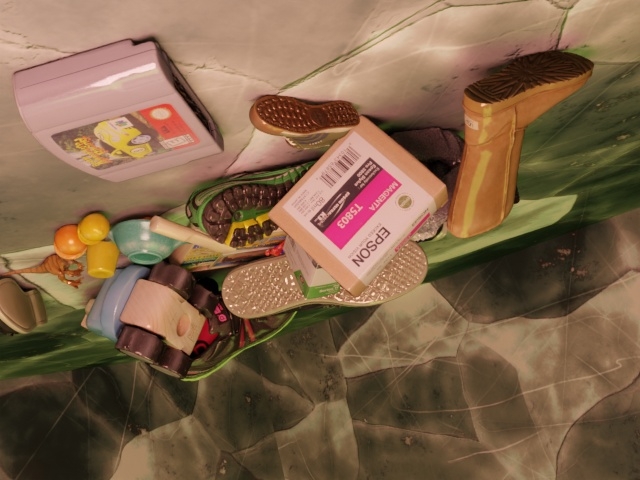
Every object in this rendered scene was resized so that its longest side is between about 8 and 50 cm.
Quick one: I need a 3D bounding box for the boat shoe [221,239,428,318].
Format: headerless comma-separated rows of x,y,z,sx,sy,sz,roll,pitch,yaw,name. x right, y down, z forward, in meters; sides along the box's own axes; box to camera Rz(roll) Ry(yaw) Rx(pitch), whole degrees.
0.010,0.082,1.622,0.501,0.186,0.156,-12,-179,11,boat shoe

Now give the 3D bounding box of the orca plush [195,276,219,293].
-0.348,0.179,2.013,0.102,0.151,0.287,-51,164,-38,orca plush

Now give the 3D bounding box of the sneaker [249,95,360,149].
-0.035,-0.167,1.006,0.192,0.064,0.086,-8,160,-38,sneaker

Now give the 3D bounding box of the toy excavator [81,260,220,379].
-0.490,0.185,1.696,0.445,0.222,0.433,14,159,20,toy excavator

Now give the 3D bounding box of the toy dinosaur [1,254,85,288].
-0.568,0.056,1.423,0.212,0.064,0.112,-19,135,36,toy dinosaur

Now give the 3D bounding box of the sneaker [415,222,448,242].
0.196,-0.013,1.838,0.293,0.102,0.146,-30,156,35,sneaker

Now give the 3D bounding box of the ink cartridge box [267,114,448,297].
0.063,-0.056,1.104,0.234,0.193,0.088,-48,163,-1,ink cartridge box

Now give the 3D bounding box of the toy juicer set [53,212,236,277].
-0.353,-0.018,1.273,0.329,0.089,0.209,-10,156,18,toy juicer set

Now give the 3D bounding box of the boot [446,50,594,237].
0.312,-0.153,1.080,0.236,0.089,0.269,-20,137,-13,boot

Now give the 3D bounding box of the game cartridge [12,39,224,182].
-0.256,-0.153,0.873,0.196,0.060,0.294,-11,167,5,game cartridge

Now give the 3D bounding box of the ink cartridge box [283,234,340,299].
0.000,0.000,1.407,0.087,0.153,0.208,-9,144,-23,ink cartridge box

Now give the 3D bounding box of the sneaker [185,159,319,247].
-0.089,-0.088,1.229,0.344,0.134,0.146,-12,-156,-39,sneaker

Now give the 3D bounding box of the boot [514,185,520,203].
0.304,-0.094,1.581,0.223,0.118,0.338,-19,163,40,boot

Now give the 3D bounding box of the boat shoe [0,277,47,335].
-0.715,0.158,1.498,0.113,0.127,0.340,-15,180,-10,boat shoe

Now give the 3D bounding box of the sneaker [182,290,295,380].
-0.233,0.209,1.828,0.483,0.185,0.202,-41,159,-6,sneaker

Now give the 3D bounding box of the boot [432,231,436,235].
0.199,-0.044,1.712,0.190,0.069,0.086,15,163,-18,boot

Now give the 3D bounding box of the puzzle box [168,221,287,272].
-0.140,-0.002,1.606,0.409,0.052,0.272,-8,165,-25,puzzle box

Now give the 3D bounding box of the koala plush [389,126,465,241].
0.199,-0.097,1.296,0.203,0.196,0.221,-19,166,-26,koala plush

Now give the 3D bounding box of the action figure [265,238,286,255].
-0.075,0.011,1.548,0.115,0.030,0.038,-22,161,4,action figure
